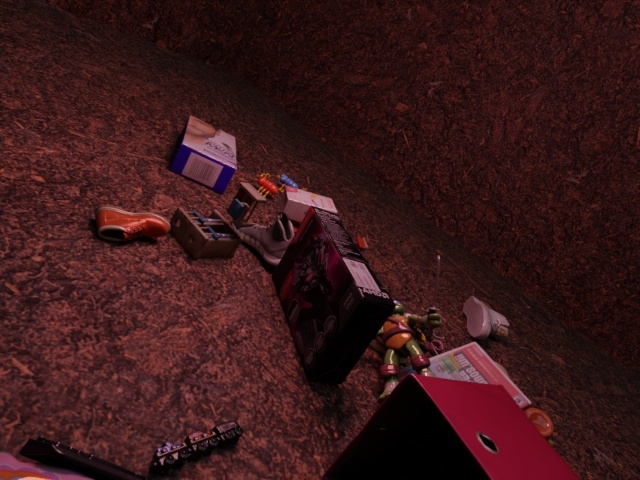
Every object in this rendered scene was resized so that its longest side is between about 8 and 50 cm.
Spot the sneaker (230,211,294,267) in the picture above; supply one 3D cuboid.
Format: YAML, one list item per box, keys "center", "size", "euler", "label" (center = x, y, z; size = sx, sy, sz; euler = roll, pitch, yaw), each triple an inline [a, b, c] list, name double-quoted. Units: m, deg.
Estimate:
- center: [-0.146, -0.034, 1.286]
  size: [0.229, 0.132, 0.086]
  euler: [37, 18, 28]
  label: "sneaker"

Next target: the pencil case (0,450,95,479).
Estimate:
- center: [-0.210, 0.308, 0.452]
  size: [0.284, 0.124, 0.124]
  euler: [28, 21, -17]
  label: "pencil case"

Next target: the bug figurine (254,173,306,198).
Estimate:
- center: [-0.123, -0.184, 1.775]
  size: [0.216, 0.072, 0.279]
  euler: [38, 20, 10]
  label: "bug figurine"

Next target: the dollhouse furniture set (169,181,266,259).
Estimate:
- center: [-0.254, -0.066, 1.135]
  size: [0.129, 0.183, 0.129]
  euler: [44, 22, 25]
  label: "dollhouse furniture set"

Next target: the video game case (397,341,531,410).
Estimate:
- center: [0.336, 0.361, 1.121]
  size: [0.285, 0.025, 0.204]
  euler: [-11, 42, -27]
  label: "video game case"

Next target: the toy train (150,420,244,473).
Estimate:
- center: [-0.175, 0.291, 0.668]
  size: [0.036, 0.027, 0.158]
  euler: [41, 21, 29]
  label: "toy train"

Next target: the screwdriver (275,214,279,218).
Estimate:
- center: [-0.081, -0.038, 1.589]
  size: [0.170, 0.024, 0.025]
  euler: [35, 48, -17]
  label: "screwdriver"

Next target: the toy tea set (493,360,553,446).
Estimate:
- center: [0.428, 0.435, 1.195]
  size: [0.200, 0.124, 0.336]
  euler: [-17, 51, -28]
  label: "toy tea set"

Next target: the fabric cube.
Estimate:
- center: [0.210, 0.386, 0.700]
  size: [0.258, 0.259, 0.254]
  euler: [19, 24, -37]
  label: "fabric cube"

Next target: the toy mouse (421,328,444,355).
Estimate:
- center: [0.327, 0.299, 1.413]
  size: [0.143, 0.031, 0.161]
  euler: [14, 28, -42]
  label: "toy mouse"

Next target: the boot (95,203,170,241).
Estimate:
- center: [-0.402, -0.023, 1.006]
  size: [0.158, 0.059, 0.084]
  euler: [10, 33, -31]
  label: "boot"

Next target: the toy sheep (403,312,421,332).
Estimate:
- center: [0.243, 0.247, 1.321]
  size: [0.091, 0.091, 0.132]
  euler: [40, 9, 17]
  label: "toy sheep"

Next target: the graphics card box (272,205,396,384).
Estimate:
- center: [0.009, 0.109, 1.066]
  size: [0.094, 0.232, 0.371]
  euler: [18, 26, -30]
  label: "graphics card box"

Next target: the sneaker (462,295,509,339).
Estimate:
- center: [0.640, 0.315, 1.747]
  size: [0.169, 0.108, 0.292]
  euler: [31, 19, 2]
  label: "sneaker"

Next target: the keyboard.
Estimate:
- center: [-0.238, 0.261, 0.521]
  size: [0.180, 0.108, 0.023]
  euler: [45, 43, -31]
  label: "keyboard"

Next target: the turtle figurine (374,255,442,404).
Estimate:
- center: [0.168, 0.213, 1.051]
  size: [0.198, 0.274, 0.266]
  euler: [2, 47, -9]
  label: "turtle figurine"

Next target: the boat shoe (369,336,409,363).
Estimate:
- center: [0.182, 0.277, 1.218]
  size: [0.135, 0.045, 0.050]
  euler: [29, 21, -13]
  label: "boat shoe"

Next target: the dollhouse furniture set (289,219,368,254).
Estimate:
- center: [0.000, 0.000, 1.444]
  size: [0.259, 0.135, 0.262]
  euler: [28, 21, -16]
  label: "dollhouse furniture set"

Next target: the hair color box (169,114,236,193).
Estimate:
- center: [-0.390, -0.300, 1.583]
  size: [0.185, 0.110, 0.339]
  euler: [24, 20, -23]
  label: "hair color box"

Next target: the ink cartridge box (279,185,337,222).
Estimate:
- center: [-0.021, -0.097, 1.439]
  size: [0.198, 0.067, 0.115]
  euler: [15, 24, -16]
  label: "ink cartridge box"
